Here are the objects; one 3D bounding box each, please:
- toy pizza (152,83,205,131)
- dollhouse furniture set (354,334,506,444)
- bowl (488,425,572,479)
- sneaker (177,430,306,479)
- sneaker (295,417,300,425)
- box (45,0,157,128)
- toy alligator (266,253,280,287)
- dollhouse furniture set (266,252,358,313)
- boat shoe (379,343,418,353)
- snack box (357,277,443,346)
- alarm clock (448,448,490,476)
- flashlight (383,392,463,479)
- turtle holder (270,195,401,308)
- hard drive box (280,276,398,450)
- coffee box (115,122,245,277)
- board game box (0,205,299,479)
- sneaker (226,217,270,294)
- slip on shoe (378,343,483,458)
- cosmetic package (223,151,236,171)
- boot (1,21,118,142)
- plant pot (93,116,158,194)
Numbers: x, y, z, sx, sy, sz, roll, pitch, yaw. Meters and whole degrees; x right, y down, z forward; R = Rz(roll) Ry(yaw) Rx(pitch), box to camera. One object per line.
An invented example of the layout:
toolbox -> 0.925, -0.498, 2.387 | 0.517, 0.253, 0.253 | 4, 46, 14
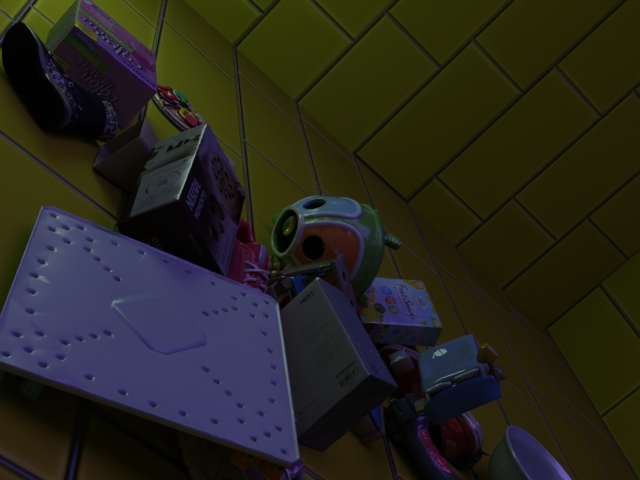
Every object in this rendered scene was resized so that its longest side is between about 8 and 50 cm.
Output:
toy pizza -> -0.351, -0.332, 2.247 | 0.201, 0.032, 0.201 | 42, 16, -15
dollhouse furniture set -> 0.175, 0.200, 1.703 | 0.286, 0.303, 0.198 | -86, 151, -70
bowl -> 0.465, 0.567, 1.961 | 0.298, 0.134, 0.298 | 43, 16, -16
sneaker -> -0.082, 0.308, 1.185 | 0.252, 0.111, 0.103 | 45, 15, -5
sneaker -> -0.062, 0.302, 1.389 | 0.067, 0.042, 0.118 | 36, 16, -24
box -> -0.471, -0.390, 1.907 | 0.213, 0.117, 0.243 | 39, 17, -27
toy alligator -> -0.116, 0.088, 1.792 | 0.189, 0.056, 0.051 | -77, 167, -64
dollhouse furniture set -> -0.022, 0.120, 1.735 | 0.184, 0.129, 0.129 | -39, 115, -68
boat shoe -> 0.169, 0.241, 2.139 | 0.079, 0.084, 0.233 | 2, 45, -29
snack box -> 0.165, 0.166, 2.101 | 0.207, 0.070, 0.174 | 6, 36, -20
alarm clock -> 0.292, 0.433, 1.985 | 0.192, 0.064, 0.129 | 43, 15, 0
flashlight -> 0.236, 0.437, 1.733 | 0.103, 0.103, 0.304 | 26, 26, -50
turtle holder -> 0.010, -0.009, 2.014 | 0.227, 0.243, 0.320 | 19, 36, -26
hard drive box -> -0.001, 0.210, 1.525 | 0.089, 0.181, 0.232 | 31, 22, -46
coffee box -> -0.231, -0.056, 1.534 | 0.297, 0.119, 0.168 | -85, 152, -59
board game box -> -0.225, 0.127, 1.193 | 0.390, 0.050, 0.390 | 23, 22, -18
sneaker -> -0.143, 0.071, 1.580 | 0.116, 0.136, 0.314 | 32, 21, -41
slip on shoe -> 0.216, 0.343, 1.917 | 0.331, 0.101, 0.123 | 48, -29, 42
cosmetic package -> -0.240, -0.174, 2.124 | 0.060, 0.041, 0.115 | 43, 15, -16
boot -> -0.489, -0.289, 1.669 | 0.236, 0.085, 0.178 | 59, 16, 19
plant pot -> -0.349, -0.150, 1.669 | 0.096, 0.109, 0.109 | 54, 11, -25
